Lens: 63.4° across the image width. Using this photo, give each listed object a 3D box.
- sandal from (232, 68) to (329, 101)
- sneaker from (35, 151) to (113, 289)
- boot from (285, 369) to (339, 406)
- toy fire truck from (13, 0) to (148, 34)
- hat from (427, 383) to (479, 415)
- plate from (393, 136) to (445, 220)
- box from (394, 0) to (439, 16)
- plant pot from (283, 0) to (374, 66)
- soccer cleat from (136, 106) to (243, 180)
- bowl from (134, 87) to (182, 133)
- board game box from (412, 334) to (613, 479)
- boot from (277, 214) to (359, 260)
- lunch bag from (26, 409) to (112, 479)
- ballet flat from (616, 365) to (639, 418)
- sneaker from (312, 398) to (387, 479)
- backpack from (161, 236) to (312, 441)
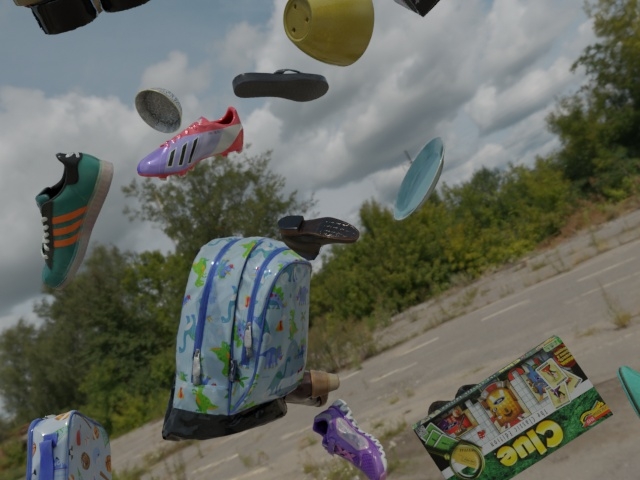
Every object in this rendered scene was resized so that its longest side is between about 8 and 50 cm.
[{"bbox_3d":[-0.092,-0.394,1.279,0.255,0.054,0.097,-4,-18,-28],"label":"sandal"},{"bbox_3d":[-0.548,-0.044,1.092,0.121,0.302,0.108,18,7,-39],"label":"sneaker"},{"bbox_3d":[-0.079,0.372,1.296,0.207,0.090,0.248,-1,-24,-15],"label":"boot"},{"bbox_3d":[-0.234,-0.320,0.577,0.217,0.246,0.158,-27,-50,-12],"label":"toy fire truck"},{"bbox_3d":[0.485,0.492,1.489,0.332,0.133,0.331,14,8,-2],"label":"hat"},{"bbox_3d":[0.205,-0.121,1.053,0.188,0.024,0.188,-61,12,22],"label":"plate"},{"bbox_3d":[0.155,-0.579,0.963,0.163,0.142,0.247,-44,-50,13],"label":"box"},{"bbox_3d":[0.000,-0.335,0.788,0.095,0.134,0.134,-15,-12,-40],"label":"plant pot"},{"bbox_3d":[-0.250,-0.189,1.004,0.083,0.095,0.248,19,35,37],"label":"soccer cleat"},{"bbox_3d":[-0.530,-0.455,1.755,0.170,0.170,0.080,-33,25,46],"label":"bowl"},{"bbox_3d":[0.284,0.269,0.777,0.260,0.136,0.030,-34,-5,2],"label":"board game box"},{"bbox_3d":[0.000,0.000,1.341,0.219,0.106,0.082,10,43,22],"label":"boot"},{"bbox_3d":[-0.538,0.518,1.100,0.115,0.303,0.243,-13,-29,-5],"label":"lunch bag"},{"bbox_3d":[0.644,0.338,0.956,0.087,0.247,0.083,-28,-10,36],"label":"ballet flat"},{"bbox_3d":[0.061,0.484,1.229,0.105,0.236,0.095,-6,-61,-34],"label":"sneaker"},{"bbox_3d":[-0.142,0.168,0.980,0.274,0.355,0.290,-12,-13,24],"label":"backpack"}]
